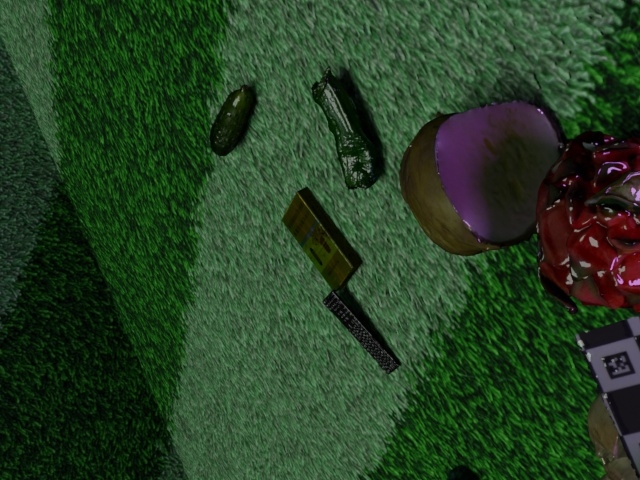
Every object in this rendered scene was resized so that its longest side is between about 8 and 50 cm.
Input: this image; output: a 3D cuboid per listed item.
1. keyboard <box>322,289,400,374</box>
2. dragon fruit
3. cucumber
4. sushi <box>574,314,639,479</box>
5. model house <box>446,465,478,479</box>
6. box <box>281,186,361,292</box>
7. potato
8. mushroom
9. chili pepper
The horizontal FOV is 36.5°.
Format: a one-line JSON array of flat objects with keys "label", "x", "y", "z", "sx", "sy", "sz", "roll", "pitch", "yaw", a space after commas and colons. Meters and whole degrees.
[{"label": "keyboard", "x": 0.082, "y": 0.188, "z": 1.982, "sx": 0.204, "sy": 0.013, "sz": 0.061, "roll": 47, "pitch": 149, "yaw": 6}, {"label": "dragon fruit", "x": 0.361, "y": -0.015, "z": 1.220, "sx": 0.233, "sy": 0.234, "sz": 0.293, "roll": 57, "pitch": 165, "yaw": 6}, {"label": "cucumber", "x": -0.183, "y": -0.247, "z": 1.997, "sx": 0.069, "sy": 0.069, "sz": 0.227, "roll": 54, "pitch": 148, "yaw": 13}, {"label": "sushi", "x": 0.521, "y": 0.230, "z": 1.134, "sx": 0.343, "sy": 0.064, "sz": 0.359, "roll": -21, "pitch": 98, "yaw": 28}, {"label": "model house", "x": 0.226, "y": 0.676, "z": 1.893, "sx": 0.252, "sy": 0.329, "sz": 0.294, "roll": 41, "pitch": 143, "yaw": 26}, {"label": "box", "x": 0.000, "y": 0.000, "z": 1.959, "sx": 0.193, "sy": 0.030, "sz": 0.121, "roll": 53, "pitch": 150, "yaw": 13}, {"label": "potato", "x": 0.208, "y": -0.082, "z": 1.403, "sx": 0.229, "sy": 0.229, "sz": 0.266, "roll": 61, "pitch": 159, "yaw": 0}, {"label": "mushroom", "x": 0.454, "y": 0.304, "z": 1.338, "sx": 0.253, "sy": 0.195, "sz": 0.189, "roll": 52, "pitch": -177, "yaw": -7}, {"label": "chili pepper", "x": 0.045, "y": -0.196, "z": 1.689, "sx": 0.098, "sy": 0.061, "sz": 0.224, "roll": 6, "pitch": 119, "yaw": 61}]
